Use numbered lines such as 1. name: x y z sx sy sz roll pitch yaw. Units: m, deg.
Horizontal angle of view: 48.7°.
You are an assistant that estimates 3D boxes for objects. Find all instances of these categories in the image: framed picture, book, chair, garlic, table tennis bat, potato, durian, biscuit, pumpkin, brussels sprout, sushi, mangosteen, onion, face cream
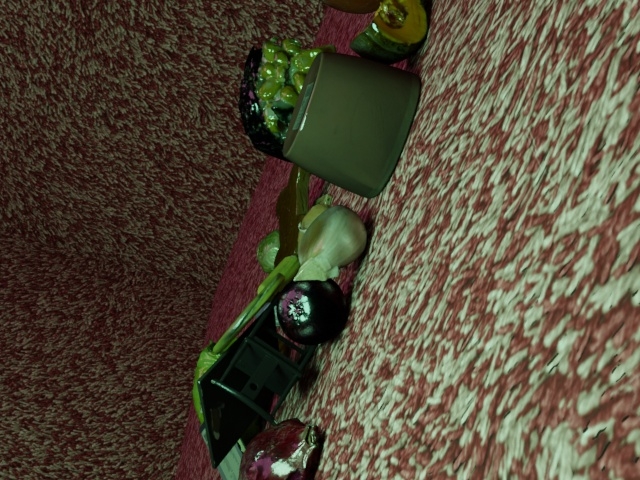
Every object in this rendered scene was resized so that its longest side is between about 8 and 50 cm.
1. framed picture: -0.175 0.328 1.635 0.324 0.013 0.244 -45 -44 -53
2. book: -0.224 0.533 1.757 0.231 0.026 0.157 58 139 23
3. chair: -0.110 0.262 1.499 0.260 0.155 0.141 -55 -2 -37
4. garlic: 0.022 -0.017 1.494 0.266 0.149 0.128 -90 2 -72
5. table tennis bat: -0.134 0.136 1.635 0.224 0.054 0.368 -49 0 33
6. potato: 0.000 0.000 1.647 0.118 0.109 0.178 -39 32 45
7. durian: -0.245 0.414 1.939 0.256 0.205 0.339 -20 52 61
8. biscuit: -0.067 -0.002 2.030 0.283 0.064 0.432 122 150 -51
9. pumpkin: 0.174 -0.481 1.574 0.248 0.126 0.131 -59 10 -28
10. brussels sprout: -0.142 0.039 2.232 0.155 0.118 0.155 23 -90 -86
11. sushi: -0.058 -0.398 2.023 0.285 0.328 0.328 15 85 68
12. mangosteen: -0.013 0.142 1.451 0.152 0.153 0.152 -162 90 -78
13. onion: -0.090 0.440 1.375 0.227 0.120 0.283 -96 26 -53
14. face cream: -0.140 0.213 2.055 0.229 0.075 0.075 156 131 -76

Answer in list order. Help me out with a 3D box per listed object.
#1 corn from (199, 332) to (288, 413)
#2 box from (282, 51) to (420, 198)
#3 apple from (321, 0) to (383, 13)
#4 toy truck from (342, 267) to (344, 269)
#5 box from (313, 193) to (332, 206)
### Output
1. corn: -0.189 0.338 1.762 0.318 0.115 0.115 -44 -14 -51
2. box: 0.058 -0.260 1.524 0.301 0.216 0.300 -160 90 -78
3. apple: 0.106 -0.798 1.956 0.348 0.277 0.348 -159 90 -80
4. toy truck: 0.054 0.026 1.566 0.032 0.024 0.083 86 -166 -55
5. box: 0.000 -0.086 1.999 0.149 0.020 0.073 166 122 -77
